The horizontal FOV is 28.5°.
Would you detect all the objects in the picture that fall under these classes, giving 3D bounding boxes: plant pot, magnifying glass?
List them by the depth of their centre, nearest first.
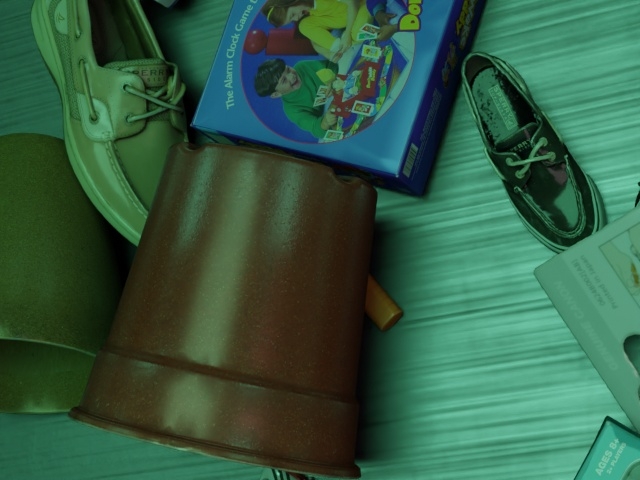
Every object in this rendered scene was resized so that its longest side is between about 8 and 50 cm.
[{"bbox_3d":[-0.069,0.060,1.161,0.272,0.272,0.265,10,84,24],"label":"plant pot"},{"bbox_3d":[0.000,0.000,1.277,0.092,0.026,0.231,-45,68,9],"label":"magnifying glass"},{"bbox_3d":[-0.310,0.026,1.310,0.237,0.237,0.254,-11,63,21],"label":"plant pot"}]

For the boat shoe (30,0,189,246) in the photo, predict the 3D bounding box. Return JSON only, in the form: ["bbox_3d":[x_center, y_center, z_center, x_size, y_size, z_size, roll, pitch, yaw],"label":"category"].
[{"bbox_3d":[-0.203,-0.146,1.309,0.110,0.121,0.341,-39,72,44],"label":"boat shoe"}]

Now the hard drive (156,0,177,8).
[{"bbox_3d":[-0.235,-0.420,1.409,0.318,0.040,0.210,33,94,25],"label":"hard drive"}]

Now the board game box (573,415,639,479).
[{"bbox_3d":[0.323,0.337,1.021,0.336,0.079,0.254,28,92,13],"label":"board game box"}]

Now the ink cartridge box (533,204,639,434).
[{"bbox_3d":[0.419,0.048,1.034,0.385,0.091,0.308,-35,88,31],"label":"ink cartridge box"}]

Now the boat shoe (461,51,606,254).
[{"bbox_3d":[0.192,-0.081,1.185,0.078,0.070,0.219,-34,70,14],"label":"boat shoe"}]

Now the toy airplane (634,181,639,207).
[{"bbox_3d":[0.353,-0.020,1.131,0.151,0.028,0.151,-4,78,21],"label":"toy airplane"}]

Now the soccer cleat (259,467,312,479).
[{"bbox_3d":[-0.026,0.246,1.244,0.083,0.029,0.035,35,104,27],"label":"soccer cleat"}]

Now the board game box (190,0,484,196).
[{"bbox_3d":[0.038,-0.241,1.263,0.233,0.078,0.347,16,84,24],"label":"board game box"}]
